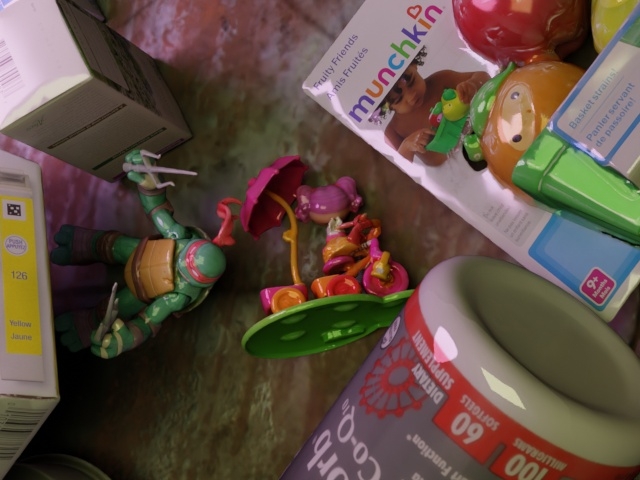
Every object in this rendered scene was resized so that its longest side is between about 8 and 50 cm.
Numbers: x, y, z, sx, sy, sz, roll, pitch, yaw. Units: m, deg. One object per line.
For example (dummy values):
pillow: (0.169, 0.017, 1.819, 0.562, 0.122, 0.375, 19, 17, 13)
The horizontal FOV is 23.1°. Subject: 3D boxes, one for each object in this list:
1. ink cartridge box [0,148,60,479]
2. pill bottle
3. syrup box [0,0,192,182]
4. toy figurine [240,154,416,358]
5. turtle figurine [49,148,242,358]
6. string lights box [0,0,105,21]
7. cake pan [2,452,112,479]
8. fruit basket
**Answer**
ink cartridge box: (-0.308, 0.071, 1.347, 0.303, 0.072, 0.307, -51, 38, 47)
pill bottle: (0.079, 0.207, 1.198, 0.210, 0.210, 0.363, 42, 115, 18)
syrup box: (-0.206, -0.128, 1.348, 0.096, 0.237, 0.093, -29, 76, 9)
toy figurine: (0.000, 0.000, 1.344, 0.173, 0.130, 0.159, -13, 69, -5)
turtle figurine: (-0.152, 0.025, 1.346, 0.234, 0.118, 0.175, -17, 57, 53)
string lights box: (-0.326, -0.289, 1.492, 0.133, 0.077, 0.260, -32, 75, 14)
cake pan: (-0.276, 0.325, 1.361, 0.293, 0.054, 0.293, -16, 62, 33)
fruit basket: (0.192, -0.162, 1.261, 0.353, 0.165, 0.327, 40, 97, 22)
